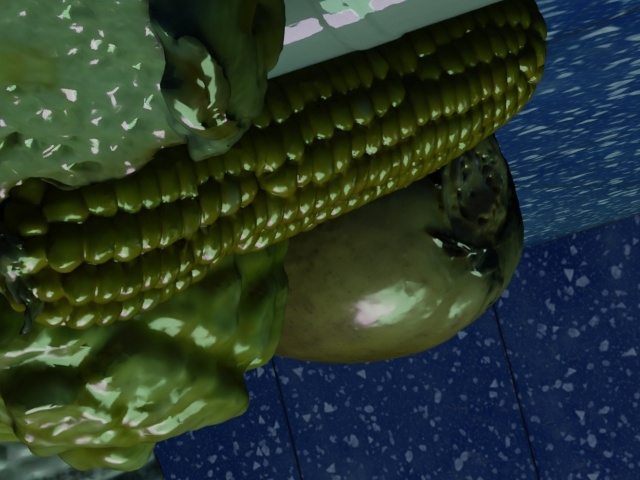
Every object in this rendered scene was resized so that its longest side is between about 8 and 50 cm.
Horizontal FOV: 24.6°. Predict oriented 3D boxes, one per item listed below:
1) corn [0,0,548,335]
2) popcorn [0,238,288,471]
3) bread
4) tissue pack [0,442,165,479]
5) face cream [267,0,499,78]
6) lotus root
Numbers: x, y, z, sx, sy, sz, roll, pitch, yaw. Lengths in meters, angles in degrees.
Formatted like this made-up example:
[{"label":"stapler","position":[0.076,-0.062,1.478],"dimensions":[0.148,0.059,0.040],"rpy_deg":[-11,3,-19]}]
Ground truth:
[{"label":"corn","position":[-0.017,-0.047,0.637],"dimensions":[0.313,0.102,0.102],"rpy_deg":[-22,180,-37]},{"label":"popcorn","position":[-0.137,0.020,0.749],"dimensions":[0.256,0.195,0.255],"rpy_deg":[-14,164,-11]},{"label":"bread","position":[-0.119,-0.062,0.427],"dimensions":[0.232,0.088,0.128],"rpy_deg":[-10,142,28]},{"label":"tissue pack","position":[-0.331,0.134,0.948],"dimensions":[0.394,0.124,0.288],"rpy_deg":[-18,-157,-21]},{"label":"face cream","position":[0.006,-0.098,0.462],"dimensions":[0.250,0.077,0.077],"rpy_deg":[-17,173,23]},{"label":"lotus root","position":[0.000,0.000,0.971],"dimensions":[0.182,0.183,0.310],"rpy_deg":[-9,178,-38]}]
